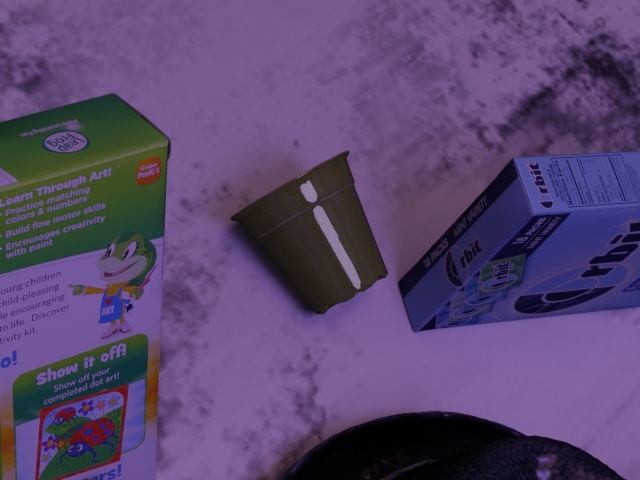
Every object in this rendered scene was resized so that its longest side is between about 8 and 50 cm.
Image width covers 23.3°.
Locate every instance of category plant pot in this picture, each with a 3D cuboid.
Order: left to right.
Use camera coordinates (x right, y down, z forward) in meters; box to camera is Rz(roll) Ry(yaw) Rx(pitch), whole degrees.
[{"bbox_3d":[0.000,0.000,0.942,0.083,0.083,0.079,-29,90,-35],"label":"plant pot"}]

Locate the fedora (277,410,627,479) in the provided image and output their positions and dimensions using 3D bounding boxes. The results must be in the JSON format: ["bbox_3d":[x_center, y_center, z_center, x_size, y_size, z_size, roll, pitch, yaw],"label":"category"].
[{"bbox_3d":[0.111,0.226,0.807,0.334,0.152,0.334,11,58,-18],"label":"fedora"}]

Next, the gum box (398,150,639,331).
[{"bbox_3d":[0.164,0.000,0.962,0.184,0.157,0.041,-4,64,-27],"label":"gum box"}]

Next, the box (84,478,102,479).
[{"bbox_3d":[-0.123,0.228,0.727,0.207,0.036,0.114,-60,139,-37],"label":"box"}]

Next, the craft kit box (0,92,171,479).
[{"bbox_3d":[-0.189,0.077,0.703,0.250,0.246,0.061,-19,44,-33],"label":"craft kit box"}]
